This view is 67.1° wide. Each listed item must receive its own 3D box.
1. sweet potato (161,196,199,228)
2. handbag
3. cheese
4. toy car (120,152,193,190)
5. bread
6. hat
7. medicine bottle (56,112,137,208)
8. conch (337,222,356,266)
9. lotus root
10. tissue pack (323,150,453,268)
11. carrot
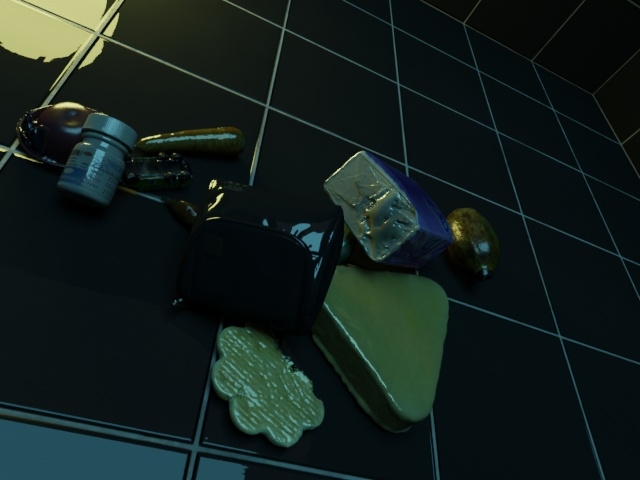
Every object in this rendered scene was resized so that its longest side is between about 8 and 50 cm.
[{"bbox_3d":[-0.307,-0.068,1.072,0.117,0.049,0.049,31,44,9],"label":"sweet potato"},{"bbox_3d":[-0.122,0.025,0.939,0.301,0.178,0.275,15,55,7],"label":"handbag"},{"bbox_3d":[0.142,0.231,1.055,0.383,0.104,0.384,17,48,-20],"label":"cheese"},{"bbox_3d":[-0.373,-0.150,1.080,0.165,0.063,0.071,-9,59,-37],"label":"toy car"},{"bbox_3d":[-0.112,0.270,0.914,0.181,0.039,0.251,-23,69,-41],"label":"bread"},{"bbox_3d":[-0.533,-0.237,1.036,0.205,0.089,0.206,16,49,-19],"label":"hat"},{"bbox_3d":[-0.447,-0.158,0.970,0.104,0.105,0.168,21,75,-16],"label":"medicine bottle"},{"bbox_3d":[-0.003,0.000,1.143,0.188,0.122,0.176,37,38,2],"label":"conch"},{"bbox_3d":[0.441,0.014,1.401,0.144,0.129,0.261,4,46,-12],"label":"lotus root"},{"bbox_3d":[0.182,-0.067,1.197,0.242,0.160,0.338,56,19,20],"label":"tissue pack"},{"bbox_3d":[-0.327,-0.240,1.184,0.297,0.078,0.078,-9,60,-32],"label":"carrot"}]
